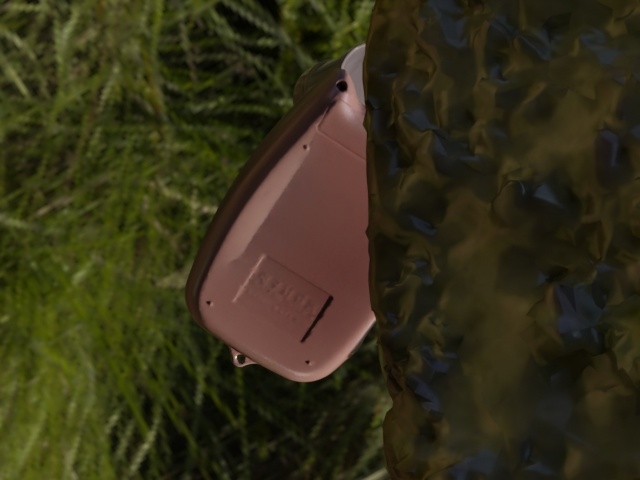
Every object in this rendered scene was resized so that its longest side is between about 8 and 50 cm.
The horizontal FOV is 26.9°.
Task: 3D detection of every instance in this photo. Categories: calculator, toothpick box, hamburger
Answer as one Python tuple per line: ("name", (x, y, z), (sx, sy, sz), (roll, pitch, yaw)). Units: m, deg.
("calculator", (0.000, 0.000, 1.414), (0.220, 0.329, 0.048), (31, 8, -13))
("toothpick box", (0.037, -0.181, 1.629), (0.098, 0.098, 0.149), (59, -21, -8))
("hamburger", (0.177, 0.028, 0.498), (0.287, 0.268, 0.445), (26, 55, -62))
